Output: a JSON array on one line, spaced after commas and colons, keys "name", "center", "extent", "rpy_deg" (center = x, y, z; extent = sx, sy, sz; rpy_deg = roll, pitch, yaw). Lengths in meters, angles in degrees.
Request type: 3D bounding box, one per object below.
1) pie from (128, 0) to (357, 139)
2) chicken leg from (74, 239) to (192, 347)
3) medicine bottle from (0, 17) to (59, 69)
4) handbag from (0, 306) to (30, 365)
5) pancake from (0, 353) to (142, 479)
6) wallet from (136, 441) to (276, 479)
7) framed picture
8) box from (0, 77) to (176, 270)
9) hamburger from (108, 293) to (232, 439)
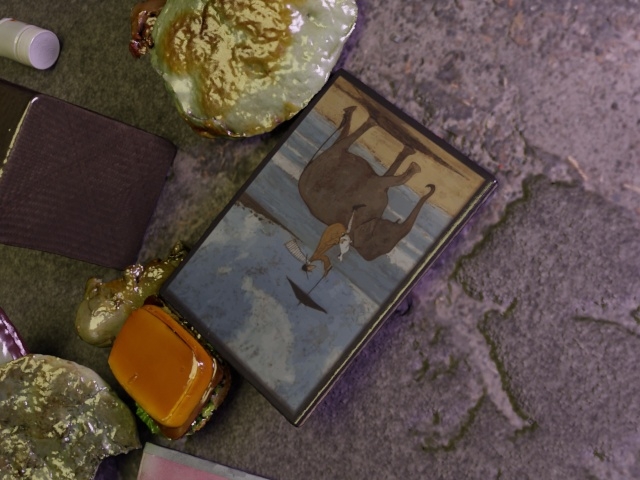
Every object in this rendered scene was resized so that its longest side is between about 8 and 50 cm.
[{"name": "pie", "center": [-0.091, -0.251, 1.541], "extent": [0.274, 0.105, 0.257], "rpy_deg": [-40, 68, 19]}, {"name": "chicken leg", "center": [-0.231, 0.059, 1.580], "extent": [0.178, 0.070, 0.093], "rpy_deg": [-39, 79, 12]}, {"name": "medicine bottle", "center": [-0.412, -0.274, 1.780], "extent": [0.089, 0.057, 0.057], "rpy_deg": [21, 91, 36]}, {"name": "handbag", "center": [-0.414, 0.224, 1.621], "extent": [0.213, 0.127, 0.235], "rpy_deg": [-35, 87, 33]}, {"name": "pancake", "center": [-0.338, 0.257, 1.538], "extent": [0.253, 0.037, 0.254], "rpy_deg": [0, 92, 4]}, {"name": "wallet", "center": [-0.125, 0.317, 1.475], "extent": [0.232, 0.025, 0.119], "rpy_deg": [10, 85, 35]}, {"name": "framed picture", "center": [0.000, 0.000, 1.432], "extent": [0.347, 0.016, 0.265], "rpy_deg": [-50, 57, 2]}, {"name": "box", "center": [-0.330, -0.080, 1.552], "extent": [0.143, 0.273, 0.184], "rpy_deg": [23, 93, 32]}, {"name": "hamburger", "center": [-0.177, 0.153, 1.509], "extent": [0.166, 0.087, 0.137], "rpy_deg": [43, 104, 34]}]
